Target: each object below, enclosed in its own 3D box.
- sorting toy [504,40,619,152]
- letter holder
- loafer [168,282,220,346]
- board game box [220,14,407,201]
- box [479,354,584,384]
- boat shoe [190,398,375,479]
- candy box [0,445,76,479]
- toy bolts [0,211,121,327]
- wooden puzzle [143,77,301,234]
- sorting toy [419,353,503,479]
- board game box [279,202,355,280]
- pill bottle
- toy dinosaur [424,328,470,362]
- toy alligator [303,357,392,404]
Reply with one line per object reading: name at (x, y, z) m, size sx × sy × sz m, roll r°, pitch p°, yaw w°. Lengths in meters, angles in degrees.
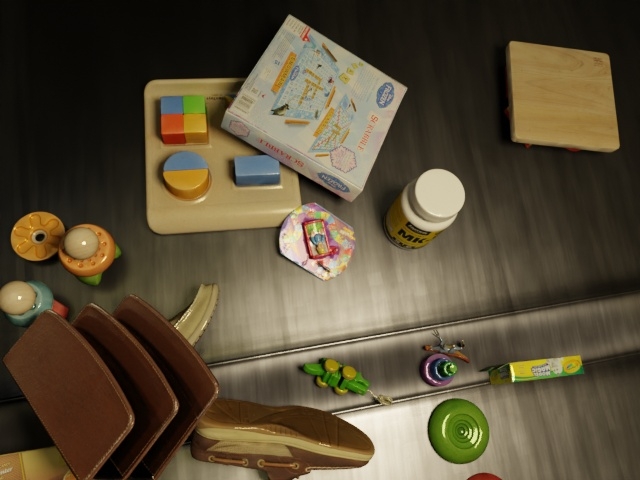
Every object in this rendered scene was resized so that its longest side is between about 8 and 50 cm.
sorting toy at (0.564, -0.331, 1.337) m, size 0.257 × 0.089 × 0.256 m, roll 5°, pitch 73°, yaw -7°
letter holder at (-0.343, 0.219, 0.920) m, size 0.301 × 0.152 × 0.214 m, roll 35°, pitch 85°, yaw 33°
loafer at (-0.284, 0.188, 1.052) m, size 0.092 × 0.102 × 0.269 m, roll 31°, pitch 72°, yaw -5°
board game box at (-0.002, -0.292, 1.204) m, size 0.317 × 0.066 × 0.319 m, roll 30°, pitch 62°, yaw -8°
box at (0.427, 0.267, 1.134) m, size 0.179 × 0.105 × 0.043 m, roll -2°, pitch 73°, yaw -8°
boat shoe at (-0.073, 0.389, 1.032) m, size 0.341 × 0.123 × 0.123 m, roll 11°, pitch 102°, yaw -11°
candy box at (-0.495, 0.454, 0.949) m, size 0.316 × 0.087 × 0.183 m, roll -6°, pitch 73°, yaw -10°
toy bolts at (-0.521, 0.044, 1.028) m, size 0.218 × 0.158 × 0.229 m, roll 29°, pitch 72°, yaw 1°
wooden puzzle at (-0.212, -0.197, 1.187) m, size 0.321 × 0.080 × 0.348 m, roll -4°, pitch 75°, yaw -10°
sorting toy at (0.297, 0.394, 1.067) m, size 0.127 × 0.126 × 0.366 m, roll -16°, pitch 78°, yaw -13°
board game box at (0.000, 0.000, 1.165) m, size 0.168 × 0.033 × 0.133 m, roll 34°, pitch 78°, yaw -11°
pill bottle at (0.211, -0.062, 1.143) m, size 0.119 × 0.208 × 0.119 m, roll 2°, pitch 73°, yaw -7°
toy dinosaur at (0.262, 0.230, 1.156) m, size 0.082 × 0.047 × 0.090 m, roll -20°, pitch 88°, yaw 5°
toy alligator at (0.057, 0.275, 1.107) m, size 0.189 × 0.056 × 0.051 m, roll 22°, pitch 31°, yaw -2°
